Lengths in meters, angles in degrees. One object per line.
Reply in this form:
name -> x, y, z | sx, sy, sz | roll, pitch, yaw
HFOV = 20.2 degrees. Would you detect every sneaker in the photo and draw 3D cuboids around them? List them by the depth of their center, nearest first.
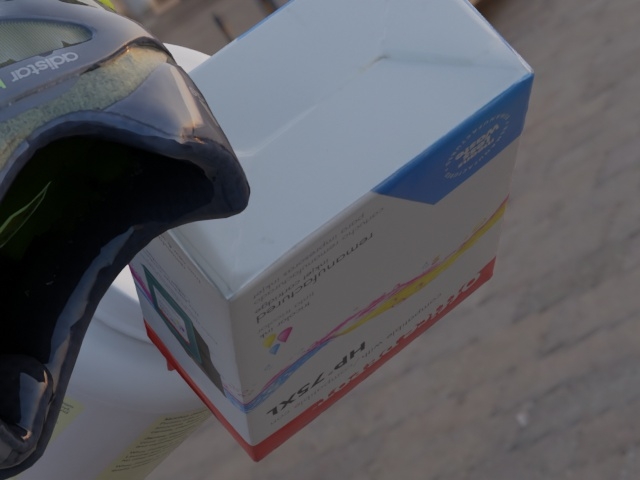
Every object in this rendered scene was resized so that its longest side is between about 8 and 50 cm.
sneaker -> -0.144, 0.036, 0.474 | 0.121, 0.111, 0.300 | 34, 76, 34

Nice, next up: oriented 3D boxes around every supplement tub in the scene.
supplement tub -> -0.156, 0.038, 1.203 | 0.235, 0.235, 0.325 | -44, -1, -42

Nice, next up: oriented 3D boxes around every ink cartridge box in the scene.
ink cartridge box -> 0.000, 0.000, 0.692 | 0.134, 0.078, 0.231 | -37, -19, -13
